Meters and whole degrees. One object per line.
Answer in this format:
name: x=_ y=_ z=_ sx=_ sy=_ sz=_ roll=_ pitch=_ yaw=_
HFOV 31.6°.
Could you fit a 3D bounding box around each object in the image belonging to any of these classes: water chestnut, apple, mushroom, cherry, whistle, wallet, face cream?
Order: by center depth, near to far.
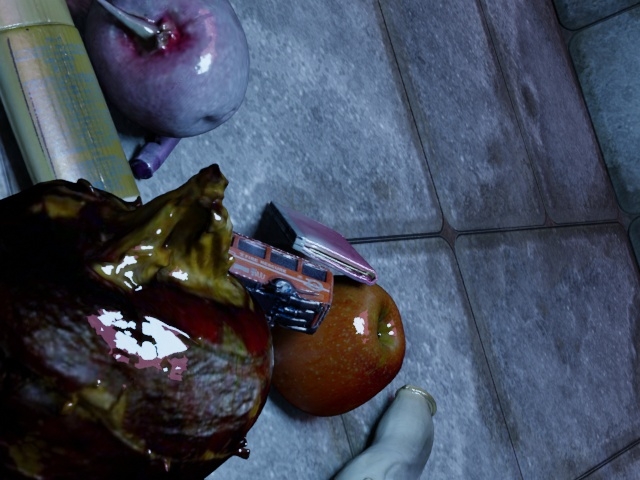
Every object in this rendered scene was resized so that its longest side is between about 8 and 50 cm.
water chestnut: x=-0.185 y=0.066 z=1.026 sx=0.335 sy=0.346 sz=0.335 roll=27 pitch=14 yaw=-7
face cream: x=-0.294 y=-0.162 z=1.240 sx=0.139 sy=0.067 sz=0.285 roll=-21 pitch=91 yaw=-60
cherry: x=-0.177 y=-0.226 z=1.342 sx=0.213 sy=0.184 sz=0.266 roll=71 pitch=17 yaw=2
whistle: x=-0.190 y=-0.133 z=1.417 sx=0.033 sy=0.033 sz=0.176 roll=55 pitch=34 yaw=-22
apple: x=0.019 y=0.136 z=1.459 sx=0.181 sy=0.169 sz=0.180 roll=38 pitch=44 yaw=-49
wallet: x=0.000 y=0.000 z=1.477 sx=0.119 sy=0.025 sz=0.232 roll=25 pitch=7 yaw=-14
mushroom: x=0.090 y=0.311 z=1.540 sx=0.109 sy=0.097 sz=0.351 roll=66 pitch=28 yaw=-11

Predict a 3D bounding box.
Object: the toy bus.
toy bus: x=-0.100 y=0.037 z=1.331 sx=0.235 sy=0.073 sz=0.096 roll=22 pitch=36 yaw=-9
